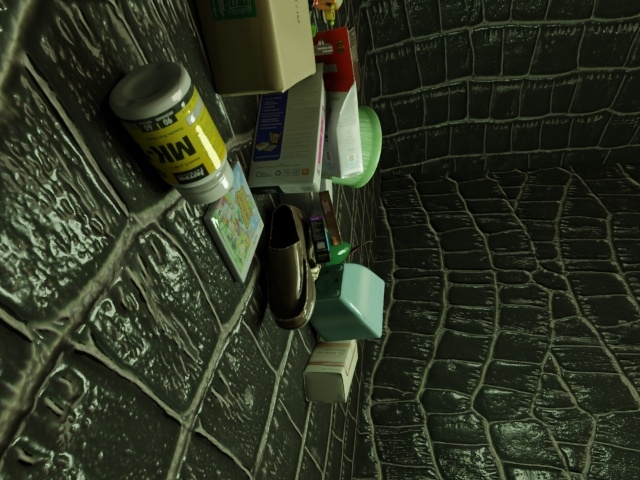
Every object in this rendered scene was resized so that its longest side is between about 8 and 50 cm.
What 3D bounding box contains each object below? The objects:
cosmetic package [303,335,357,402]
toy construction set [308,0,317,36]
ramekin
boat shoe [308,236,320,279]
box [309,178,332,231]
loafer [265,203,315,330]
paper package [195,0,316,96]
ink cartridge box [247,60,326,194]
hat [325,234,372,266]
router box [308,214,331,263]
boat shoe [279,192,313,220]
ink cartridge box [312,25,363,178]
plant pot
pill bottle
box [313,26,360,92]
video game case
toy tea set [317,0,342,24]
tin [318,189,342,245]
[{"bbox_3d":[0.046,0.477,1.656,0.296,0.153,0.129,-56,141,-69],"label":"cosmetic package"},{"bbox_3d":[-0.080,-0.684,1.151,0.215,0.151,0.327,-124,-157,-64],"label":"toy construction set"},{"bbox_3d":[0.080,-0.349,1.582,0.303,0.148,0.303,-179,-90,-65],"label":"ramekin"},{"bbox_3d":[-0.052,0.101,1.383,0.109,0.098,0.302,-73,157,-51],"label":"boat shoe"},{"bbox_3d":[-0.031,-0.114,1.419,0.091,0.130,0.170,-24,113,-76],"label":"box"},{"bbox_3d":[-0.100,0.060,1.172,0.130,0.134,0.365,51,30,-63],"label":"loafer"},{"bbox_3d":[-0.135,-0.507,0.953,0.309,0.168,0.324,-67,153,-59],"label":"paper package"},{"bbox_3d":[-0.080,-0.299,1.134,0.069,0.176,0.370,52,39,-66],"label":"ink cartridge box"},{"bbox_3d":[0.127,0.048,1.928,0.173,0.184,0.208,69,25,-54],"label":"hat"},{"bbox_3d":[0.000,0.000,1.268,0.179,0.046,0.133,35,45,-88],"label":"router box"},{"bbox_3d":[-0.071,-0.194,1.298,0.091,0.115,0.302,-59,146,-55],"label":"boat shoe"},{"bbox_3d":[-0.008,-0.397,1.263,0.308,0.091,0.384,32,-44,56],"label":"ink cartridge box"},{"bbox_3d":[0.074,0.215,1.631,0.252,0.247,0.247,47,41,-43],"label":"plant pot"},{"bbox_3d":[-0.221,-0.160,0.680,0.208,0.119,0.119,69,24,-53],"label":"pill bottle"},{"bbox_3d":[0.032,-0.582,1.428,0.167,0.169,0.203,-70,154,-56],"label":"box"},{"bbox_3d":[-0.191,-0.041,0.992,0.212,0.023,0.193,75,20,-45],"label":"video game case"},{"bbox_3d":[0.052,-1.108,1.815,0.200,0.125,0.335,-40,128,-72],"label":"toy tea set"},{"bbox_3d":[0.029,-0.068,1.283,0.106,0.040,0.189,81,-3,-52],"label":"tin"}]
